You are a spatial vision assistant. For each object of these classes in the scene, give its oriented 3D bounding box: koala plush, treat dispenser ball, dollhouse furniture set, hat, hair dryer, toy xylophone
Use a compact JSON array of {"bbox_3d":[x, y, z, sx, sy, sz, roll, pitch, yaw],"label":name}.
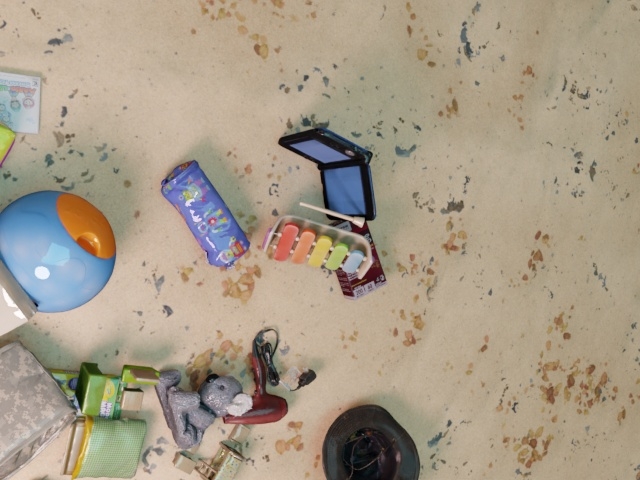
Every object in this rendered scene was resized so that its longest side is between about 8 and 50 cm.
[{"bbox_3d":[-0.307,0.438,1.851,0.221,0.196,0.203,-20,112,-26],"label":"koala plush"},{"bbox_3d":[-0.630,0.026,1.605,0.288,0.288,0.288,-1,92,-27],"label":"treat dispenser ball"},{"bbox_3d":[-0.515,0.470,1.696,0.197,0.151,0.301,12,89,-27],"label":"dollhouse furniture set"},{"bbox_3d":[-0.292,0.581,1.900,0.161,0.101,0.182,36,76,-23],"label":"dollhouse furniture set"},{"bbox_3d":[0.133,0.677,2.104,0.331,0.134,0.331,7,70,-21],"label":"hat"},{"bbox_3d":[-0.175,0.425,1.988,0.223,0.080,0.293,44,66,-6],"label":"hair dryer"},{"bbox_3d":[0.000,0.000,1.936,0.322,0.236,0.081,12,58,0],"label":"toy xylophone"}]

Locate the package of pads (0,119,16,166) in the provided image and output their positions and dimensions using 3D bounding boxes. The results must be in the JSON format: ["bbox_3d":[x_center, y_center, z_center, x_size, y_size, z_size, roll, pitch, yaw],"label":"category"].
[{"bbox_3d":[-0.881,-0.230,1.561,0.296,0.101,0.229,29,86,-25],"label":"package of pads"}]

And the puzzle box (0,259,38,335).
[{"bbox_3d":[-0.855,0.138,1.492,0.409,0.052,0.272,-25,106,15],"label":"puzzle box"}]

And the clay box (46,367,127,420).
[{"bbox_3d":[-0.613,0.405,1.757,0.222,0.053,0.127,12,87,-26],"label":"clay box"}]

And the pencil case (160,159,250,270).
[{"bbox_3d":[-0.315,-0.065,1.859,0.133,0.119,0.306,-35,107,-13],"label":"pencil case"}]

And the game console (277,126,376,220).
[{"bbox_3d":[0.014,-0.180,1.925,0.250,0.293,0.173,23,81,-25],"label":"game console"}]

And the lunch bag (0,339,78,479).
[{"bbox_3d":[-0.740,0.406,1.589,0.287,0.169,0.235,-40,77,-19],"label":"lunch bag"}]

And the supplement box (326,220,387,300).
[{"bbox_3d":[0.104,0.049,2.103,0.130,0.073,0.239,-25,102,-24],"label":"supplement box"}]

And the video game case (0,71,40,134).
[{"bbox_3d":[-0.772,-0.339,1.671,0.157,0.019,0.143,2,91,-27],"label":"video game case"}]
